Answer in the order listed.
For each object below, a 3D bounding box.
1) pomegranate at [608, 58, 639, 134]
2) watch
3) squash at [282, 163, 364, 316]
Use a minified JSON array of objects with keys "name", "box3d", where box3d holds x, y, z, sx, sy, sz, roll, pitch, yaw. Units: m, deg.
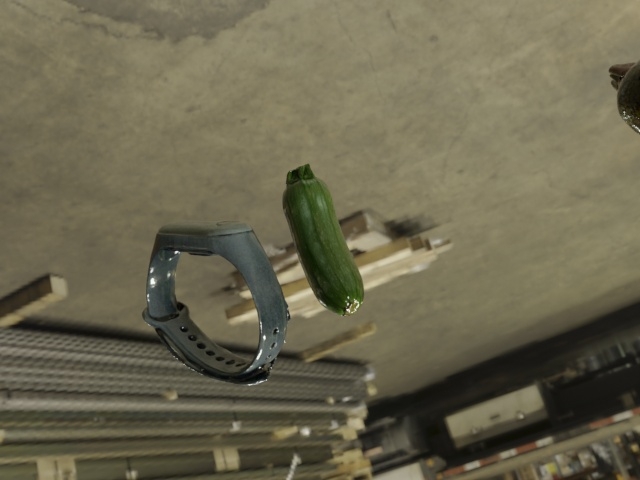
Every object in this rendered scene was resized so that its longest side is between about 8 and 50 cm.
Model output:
[{"name":"pomegranate","box3d":[0.474,-0.220,1.136,0.138,0.163,0.125,-39,149,-4]},{"name":"watch","box3d":[-0.132,0.072,0.964,0.206,0.192,0.068,1,-170,39]},{"name":"squash","box3d":[0.000,0.000,1.066,0.068,0.219,0.077,-12,162,-21]}]
